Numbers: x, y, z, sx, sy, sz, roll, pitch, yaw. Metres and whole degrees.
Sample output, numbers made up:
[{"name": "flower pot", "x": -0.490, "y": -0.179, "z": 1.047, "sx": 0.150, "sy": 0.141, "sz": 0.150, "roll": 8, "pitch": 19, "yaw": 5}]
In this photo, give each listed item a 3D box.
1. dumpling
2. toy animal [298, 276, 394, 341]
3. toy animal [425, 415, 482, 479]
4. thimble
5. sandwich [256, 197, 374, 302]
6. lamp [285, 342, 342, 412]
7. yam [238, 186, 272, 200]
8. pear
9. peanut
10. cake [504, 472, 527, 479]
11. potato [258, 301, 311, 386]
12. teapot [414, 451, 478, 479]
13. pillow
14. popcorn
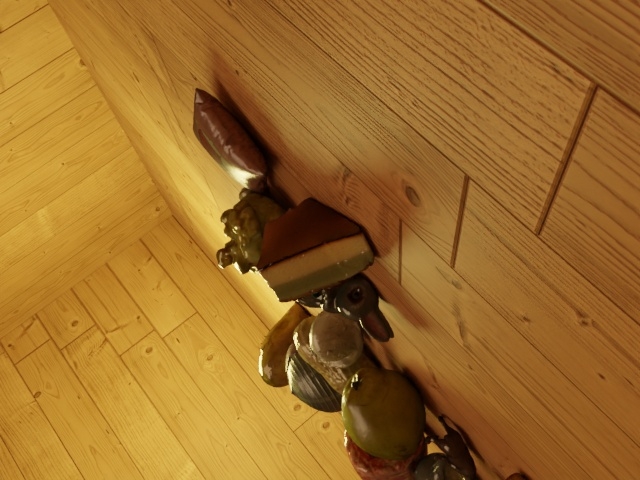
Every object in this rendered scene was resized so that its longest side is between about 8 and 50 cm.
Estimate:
[{"name": "dumpling", "x": 0.044, "y": 0.249, "z": 1.802, "sx": 0.150, "sy": 0.176, "sz": 0.092, "roll": 21, "pitch": -176, "yaw": -7}, {"name": "toy animal", "x": 0.062, "y": 0.118, "z": 1.470, "sx": 0.251, "sy": 0.127, "sz": 0.125, "roll": 28, "pitch": 144, "yaw": 29}, {"name": "toy animal", "x": 0.336, "y": 0.536, "z": 1.633, "sx": 0.186, "sy": 0.093, "sz": 0.214, "roll": 26, "pitch": 148, "yaw": 57}, {"name": "thimble", "x": 0.185, "y": 0.578, "z": 1.962, "sx": 0.239, "sy": 0.239, "sz": 0.162, "roll": 42, "pitch": 161, "yaw": 39}, {"name": "sandwich", "x": 0.000, "y": 0.000, "z": 1.344, "sx": 0.108, "sy": 0.220, "sz": 0.186, "roll": 57, "pitch": -157, "yaw": -31}, {"name": "lamp", "x": 0.008, "y": 0.397, "z": 2.096, "sx": 0.233, "sy": 0.233, "sz": 0.265, "roll": 28, "pitch": 148, "yaw": 61}, {"name": "yam", "x": -0.098, "y": 0.002, "z": 1.747, "sx": 0.083, "sy": 0.083, "sz": 0.371, "roll": 33, "pitch": 157, "yaw": 56}, {"name": "pear", "x": 0.158, "y": 0.432, "z": 1.723, "sx": 0.269, "sy": 0.212, "sz": 0.212, "roll": 53, "pitch": 168, "yaw": -27}, {"name": "peanut", "x": 0.059, "y": 0.332, "z": 1.928, "sx": 0.313, "sy": 0.152, "sz": 0.152, "roll": 45, "pitch": 167, "yaw": -1}, {"name": "cake", "x": 0.391, "y": 0.515, "z": 1.408, "sx": 0.044, "sy": 0.084, "sz": 0.084, "roll": 34, "pitch": 159, "yaw": 39}, {"name": "potato", "x": -0.106, "y": 0.385, "z": 2.395, "sx": 0.229, "sy": 0.266, "sz": 0.229, "roll": 45, "pitch": 163, "yaw": 17}, {"name": "teapot", "x": 0.346, "y": 0.652, "z": 1.848, "sx": 0.193, "sy": 0.129, "sz": 0.294, "roll": 39, "pitch": 164, "yaw": 45}, {"name": "pillow", "x": -0.194, "y": -0.203, "z": 1.494, "sx": 0.236, "sy": 0.084, "sz": 0.223, "roll": 47, "pitch": 169, "yaw": -2}, {"name": "popcorn", "x": -0.143, "y": -0.007, "z": 1.587, "sx": 0.187, "sy": 0.185, "sz": 0.167, "roll": 20, "pitch": -155, "yaw": -20}]
